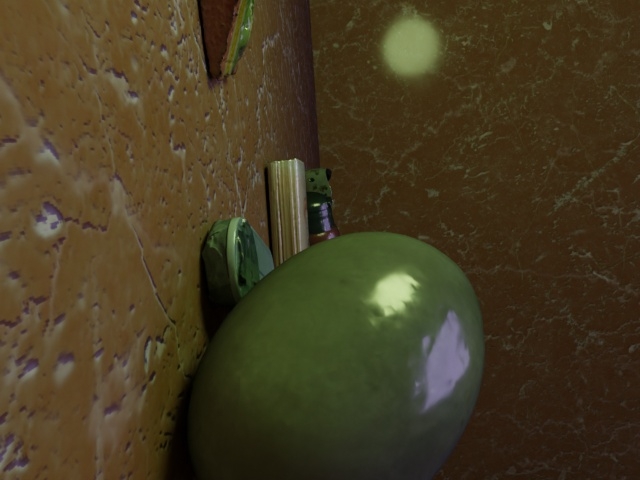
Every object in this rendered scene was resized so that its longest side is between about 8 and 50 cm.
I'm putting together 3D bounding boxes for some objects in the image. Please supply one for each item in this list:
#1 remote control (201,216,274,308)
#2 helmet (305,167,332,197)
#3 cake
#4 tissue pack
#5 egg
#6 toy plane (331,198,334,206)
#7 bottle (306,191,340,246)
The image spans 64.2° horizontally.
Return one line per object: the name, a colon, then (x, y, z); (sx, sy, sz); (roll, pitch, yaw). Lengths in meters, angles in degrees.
remote control: (-0.094, 0.044, 0.648); (0.247, 0.052, 0.104); (73, 13, -74)
helmet: (-0.035, -0.111, 1.351); (0.153, 0.107, 0.177); (-93, -163, -57)
cake: (-0.122, -0.318, 0.626); (0.109, 0.090, 0.225); (-89, -166, -72)
tissue pack: (-0.060, -0.002, 1.067); (0.170, 0.071, 0.325); (-74, 161, -85)
egg: (0.025, 0.131, 0.520); (0.352, 0.258, 0.258); (-43, 139, -42)
toy plane: (-0.007, 0.000, 1.683); (0.223, 0.104, 0.326); (-69, 160, -79)
bottle: (-0.011, 0.048, 1.247); (0.144, 0.144, 0.336); (-83, 169, -70)
